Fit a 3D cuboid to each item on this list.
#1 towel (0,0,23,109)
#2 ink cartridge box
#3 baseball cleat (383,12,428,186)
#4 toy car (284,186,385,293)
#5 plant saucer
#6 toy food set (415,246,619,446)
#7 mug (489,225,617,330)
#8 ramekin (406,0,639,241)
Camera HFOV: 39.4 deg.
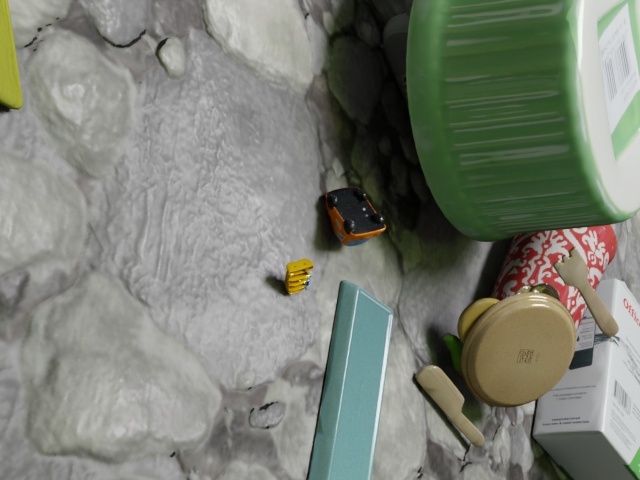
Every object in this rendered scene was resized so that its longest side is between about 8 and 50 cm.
[{"bbox_3d":[-0.182,-0.124,0.422,0.237,0.021,0.102,-168,-109,-84],"label":"towel"},{"bbox_3d":[0.333,0.173,1.054,0.153,0.087,0.208,47,47,-32],"label":"ink cartridge box"},{"bbox_3d":[0.120,-0.123,0.886,0.206,0.072,0.109,50,45,-30],"label":"baseball cleat"},{"bbox_3d":[0.000,0.000,0.742,0.122,0.060,0.040,-30,148,-35],"label":"toy car"},{"bbox_3d":[0.029,0.129,0.740,0.067,0.018,0.192,37,51,-40],"label":"plant saucer"},{"bbox_3d":[0.187,0.100,0.865,0.132,0.192,0.038,52,-1,-27],"label":"toy food set"},{"bbox_3d":[0.253,0.061,0.971,0.150,0.113,0.169,56,45,-22],"label":"mug"},{"bbox_3d":[0.219,-0.150,0.850,0.303,0.148,0.303,1,89,-55],"label":"ramekin"}]
